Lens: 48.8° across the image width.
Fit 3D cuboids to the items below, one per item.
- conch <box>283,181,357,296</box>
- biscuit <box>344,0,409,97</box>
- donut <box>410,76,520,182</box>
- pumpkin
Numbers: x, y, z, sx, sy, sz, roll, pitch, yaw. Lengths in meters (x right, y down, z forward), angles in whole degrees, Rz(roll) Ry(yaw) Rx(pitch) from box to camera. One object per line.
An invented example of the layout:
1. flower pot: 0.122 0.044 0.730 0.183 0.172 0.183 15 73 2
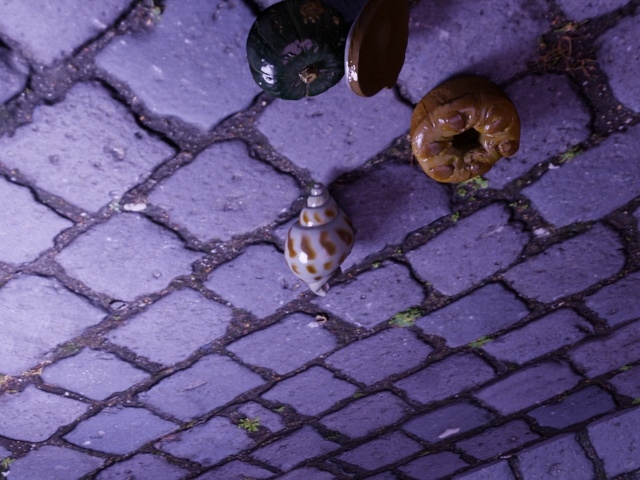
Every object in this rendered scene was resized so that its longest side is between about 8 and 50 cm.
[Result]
1. conch: 0.000 0.000 1.603 0.149 0.182 0.274 28 128 5
2. biscuit: 0.094 -0.341 1.221 0.049 0.208 0.180 20 124 25
3. donut: 0.291 -0.224 1.432 0.227 0.113 0.226 -5 139 -5
4. pumpkin: -0.034 -0.330 1.219 0.190 0.146 0.190 -26 142 -22
